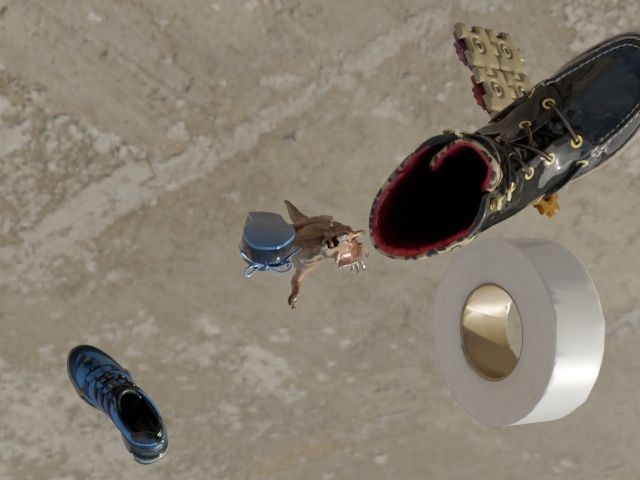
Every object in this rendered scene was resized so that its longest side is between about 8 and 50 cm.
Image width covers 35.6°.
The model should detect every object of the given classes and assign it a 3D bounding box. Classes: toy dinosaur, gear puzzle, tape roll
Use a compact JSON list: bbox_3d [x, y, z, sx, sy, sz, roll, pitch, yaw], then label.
[{"bbox_3d":[0.000,0.000,1.905,0.200,0.296,0.127,-28,116,10],"label":"toy dinosaur"},{"bbox_3d":[0.309,-0.188,1.603,0.175,0.339,0.044,-3,159,-47],"label":"gear puzzle"},{"bbox_3d":[0.292,0.136,1.513,0.100,0.286,0.286,-1,146,-30],"label":"tape roll"}]

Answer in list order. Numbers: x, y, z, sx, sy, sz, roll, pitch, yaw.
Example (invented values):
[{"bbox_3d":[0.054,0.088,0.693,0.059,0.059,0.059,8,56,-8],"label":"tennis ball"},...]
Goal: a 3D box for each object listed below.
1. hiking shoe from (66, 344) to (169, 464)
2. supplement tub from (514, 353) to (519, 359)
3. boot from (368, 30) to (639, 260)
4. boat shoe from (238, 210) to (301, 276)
[{"bbox_3d":[-0.411,0.315,2.057,0.113,0.304,0.132,-36,162,-31],"label":"hiking shoe"},{"bbox_3d":[0.353,0.276,1.997,0.107,0.071,0.071,-27,148,-15],"label":"supplement tub"},{"bbox_3d":[0.240,-0.109,1.215,0.377,0.138,0.284,-35,173,31],"label":"boot"},{"bbox_3d":[-0.087,0.014,1.725,0.109,0.258,0.089,6,102,0],"label":"boat shoe"}]
